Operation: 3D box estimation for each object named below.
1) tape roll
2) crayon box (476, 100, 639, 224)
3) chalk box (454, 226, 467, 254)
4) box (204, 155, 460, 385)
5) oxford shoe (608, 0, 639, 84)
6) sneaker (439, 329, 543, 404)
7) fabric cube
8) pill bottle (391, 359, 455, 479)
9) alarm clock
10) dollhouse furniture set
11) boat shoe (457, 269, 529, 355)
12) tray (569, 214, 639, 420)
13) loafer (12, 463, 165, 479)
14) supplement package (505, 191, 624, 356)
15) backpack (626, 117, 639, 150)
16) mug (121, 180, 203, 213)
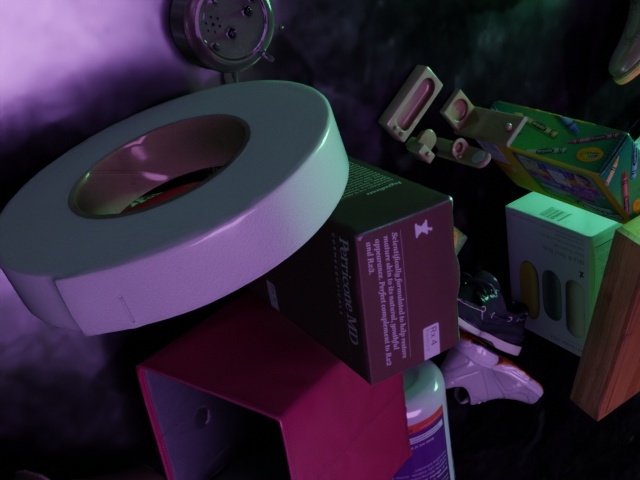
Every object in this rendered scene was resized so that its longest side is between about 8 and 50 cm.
[{"bbox_3d":[-0.161,-0.055,0.844,0.392,0.392,0.072,-33,123,-21],"label":"tape roll"},{"bbox_3d":[0.404,-0.129,1.287,0.165,0.278,0.081,38,86,-38],"label":"crayon box"},{"bbox_3d":[0.127,0.007,1.235,0.213,0.132,0.132,35,85,-37],"label":"chalk box"},{"bbox_3d":[0.000,0.000,0.982,0.143,0.381,0.191,-21,118,-27],"label":"box"},{"bbox_3d":[0.604,-0.470,1.431,0.132,0.130,0.364,21,102,-6],"label":"oxford shoe"},{"bbox_3d":[0.320,0.272,1.506,0.262,0.099,0.121,32,94,-31],"label":"sneaker"},{"bbox_3d":[-0.052,0.240,1.077,0.258,0.254,0.259,-35,125,-45],"label":"fabric cube"},{"bbox_3d":[0.136,0.363,1.342,0.181,0.181,0.323,-24,119,-27],"label":"pill bottle"},{"bbox_3d":[-0.135,-0.291,0.987,0.192,0.064,0.129,38,83,-35],"label":"alarm clock"},{"bbox_3d":[0.208,-0.188,1.225,0.151,0.123,0.144,40,82,-38],"label":"dollhouse furniture set"},{"bbox_3d":[0.281,0.111,1.386,0.340,0.127,0.113,28,91,-41],"label":"boat shoe"},{"bbox_3d":[0.554,0.116,1.323,0.202,0.076,0.411,-26,135,-24],"label":"tray"},{"bbox_3d":[-0.291,0.374,1.097,0.366,0.133,0.130,42,54,-47],"label":"loafer"},{"bbox_3d":[0.493,0.042,1.464,0.198,0.199,0.263,-25,121,-25],"label":"supplement package"},{"bbox_3d":[0.671,-0.161,1.572,0.182,0.115,0.152,-42,128,-13],"label":"backpack"},{"bbox_3d":[-0.207,-0.025,0.998,0.169,0.113,0.150,-13,131,-26],"label":"mug"}]
